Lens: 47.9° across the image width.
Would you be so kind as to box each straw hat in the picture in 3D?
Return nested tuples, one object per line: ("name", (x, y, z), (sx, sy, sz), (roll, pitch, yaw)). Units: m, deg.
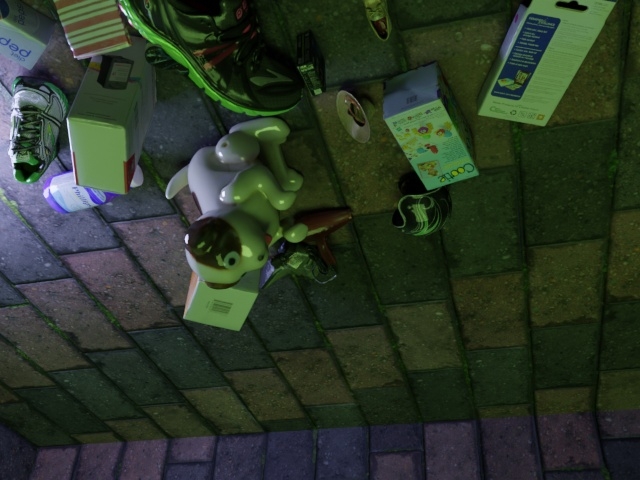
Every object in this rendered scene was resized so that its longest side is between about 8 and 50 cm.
("straw hat", (0.103, -0.320, 1.796), (0.061, 0.144, 0.144), (-33, 146, -19))

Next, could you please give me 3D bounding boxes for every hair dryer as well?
("hair dryer", (0.000, 0.000, 2.197), (0.224, 0.080, 0.293), (17, 130, -28))

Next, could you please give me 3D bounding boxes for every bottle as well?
("bottle", (-0.638, -0.155, 2.040), (0.283, 0.092, 0.118), (-11, 139, 18))

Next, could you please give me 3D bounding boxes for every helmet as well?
("helmet", (0.279, -0.091, 2.003), (0.170, 0.169, 0.161), (-5, 125, 10))

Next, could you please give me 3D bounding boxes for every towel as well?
("towel", (-0.505, -0.507, 1.575), (0.144, 0.029, 0.197), (-10, 109, 15))

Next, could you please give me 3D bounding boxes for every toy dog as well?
("toy dog", (-0.228, -0.081, 1.851), (0.396, 0.407, 0.284), (1, 141, 2))

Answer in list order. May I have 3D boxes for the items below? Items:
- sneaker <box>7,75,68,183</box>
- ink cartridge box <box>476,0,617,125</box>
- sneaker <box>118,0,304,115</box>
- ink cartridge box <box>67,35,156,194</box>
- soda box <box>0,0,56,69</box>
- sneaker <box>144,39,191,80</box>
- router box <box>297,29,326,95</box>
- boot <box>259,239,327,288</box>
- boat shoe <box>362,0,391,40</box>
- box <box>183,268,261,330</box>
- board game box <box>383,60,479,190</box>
("sneaker", (-0.730, -0.277, 1.850), (0.134, 0.146, 0.343), (11, 141, -10))
("ink cartridge box", (0.501, -0.421, 1.642), (0.176, 0.069, 0.371), (9, 144, -6))
("sneaker", (-0.207, -0.442, 1.571), (0.483, 0.185, 0.202), (32, 138, -33))
("ink cartridge box", (-0.476, -0.296, 1.676), (0.131, 0.306, 0.226), (8, 141, -6))
("soda box", (-0.746, -0.508, 1.598), (0.286, 0.091, 0.098), (30, 134, -30))
("sneaker", (-0.312, -0.432, 1.682), (0.080, 0.081, 0.211), (-32, 148, 35))
("router box", (-0.021, -0.406, 1.651), (0.038, 0.122, 0.092), (-15, 139, 15))
("boot", (-0.085, 0.100, 2.336), (0.161, 0.083, 0.246), (21, 134, -23))
("boat shoe", (0.126, -0.499, 1.583), (0.050, 0.045, 0.135), (-15, 139, 21))
("box", (-0.266, 0.048, 2.069), (0.168, 0.345, 0.215), (14, 140, -13))
("board game box", (0.275, -0.277, 1.780), (0.144, 0.142, 0.275), (-16, 138, 23))
